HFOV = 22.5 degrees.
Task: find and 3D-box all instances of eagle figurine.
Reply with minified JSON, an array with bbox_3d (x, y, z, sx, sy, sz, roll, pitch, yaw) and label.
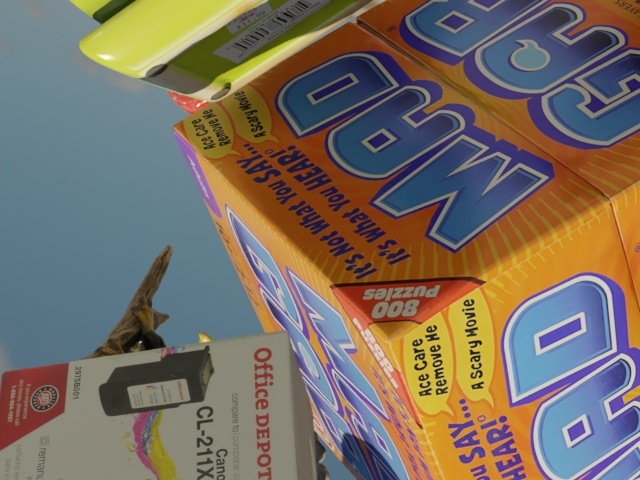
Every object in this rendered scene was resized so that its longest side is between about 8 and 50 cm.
[{"bbox_3d":[-0.092,0.160,1.634,0.298,0.226,0.225,25,-178,10],"label":"eagle figurine"}]

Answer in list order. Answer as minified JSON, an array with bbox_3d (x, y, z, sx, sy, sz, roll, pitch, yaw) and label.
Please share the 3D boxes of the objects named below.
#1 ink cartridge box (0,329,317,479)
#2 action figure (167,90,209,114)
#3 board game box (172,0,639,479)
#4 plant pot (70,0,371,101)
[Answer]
[{"bbox_3d":[-0.093,0.129,0.923,0.175,0.072,0.127,-9,-137,4],"label":"ink cartridge box"},{"bbox_3d":[-0.070,-0.249,1.639,0.139,0.280,0.091,45,-142,-22],"label":"action figure"},{"bbox_3d":[0.161,0.025,1.283,0.356,0.356,0.356,44,161,51],"label":"board game box"},{"bbox_3d":[-0.084,-0.229,1.128,0.207,0.228,0.227,60,-167,11],"label":"plant pot"}]
